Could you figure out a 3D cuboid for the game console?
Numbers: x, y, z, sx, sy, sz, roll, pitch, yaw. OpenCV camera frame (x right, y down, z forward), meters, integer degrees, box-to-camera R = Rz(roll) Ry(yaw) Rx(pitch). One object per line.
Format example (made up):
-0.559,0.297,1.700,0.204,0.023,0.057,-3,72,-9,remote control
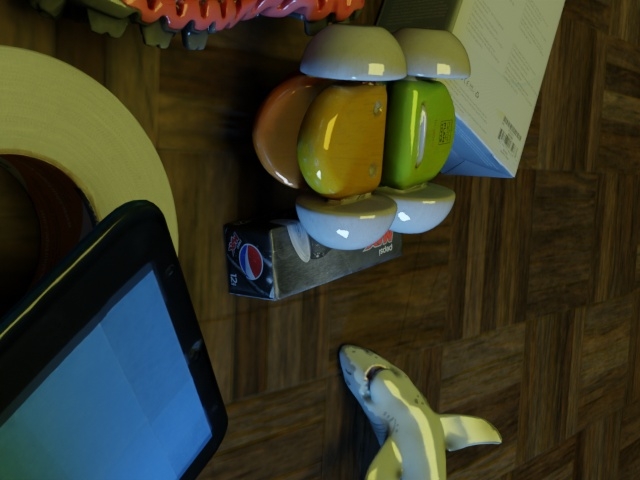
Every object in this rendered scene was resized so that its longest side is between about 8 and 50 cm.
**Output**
-0.099,0.175,0.397,0.173,0.250,0.293,-22,145,-13,game console

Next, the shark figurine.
0.070,0.251,0.743,0.166,0.116,0.278,12,77,-16,shark figurine

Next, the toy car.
0.026,-0.087,0.604,0.182,0.136,0.159,-14,113,-45,toy car

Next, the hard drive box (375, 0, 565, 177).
0.148,-0.204,0.762,0.181,0.089,0.232,34,71,-46,hard drive box

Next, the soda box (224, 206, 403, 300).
0.000,0.000,0.650,0.169,0.053,0.060,-17,109,-47,soda box

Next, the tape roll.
-0.186,0.007,0.423,0.219,0.072,0.219,-11,104,-49,tape roll

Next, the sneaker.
-0.064,-0.199,0.494,0.276,0.097,0.135,-24,132,-47,sneaker
